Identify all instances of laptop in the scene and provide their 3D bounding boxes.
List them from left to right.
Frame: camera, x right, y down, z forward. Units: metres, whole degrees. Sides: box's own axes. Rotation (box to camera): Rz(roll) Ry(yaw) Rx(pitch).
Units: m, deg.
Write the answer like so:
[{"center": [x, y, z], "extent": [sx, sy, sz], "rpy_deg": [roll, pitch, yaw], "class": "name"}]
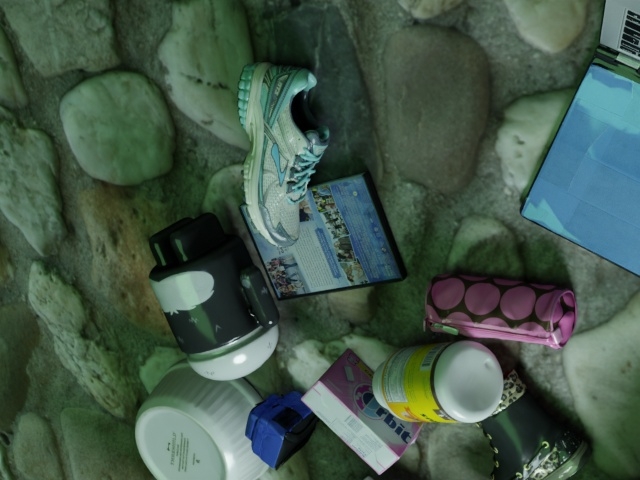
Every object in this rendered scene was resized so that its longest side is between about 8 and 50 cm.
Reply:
[{"center": [0.441, -0.071, 1.014], "extent": [0.382, 0.408, 0.236], "rpy_deg": [29, 91, 16], "class": "laptop"}]

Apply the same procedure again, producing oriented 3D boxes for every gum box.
[{"center": [0.075, 0.283, 1.484], "extent": [0.188, 0.107, 0.062], "rpy_deg": [43, 128, 6], "class": "gum box"}]

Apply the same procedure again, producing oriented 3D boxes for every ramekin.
[{"center": [-0.226, 0.369, 1.697], "extent": [0.273, 0.127, 0.272], "rpy_deg": [14, 120, 25], "class": "ramekin"}]

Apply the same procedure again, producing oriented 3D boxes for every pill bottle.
[{"center": [0.167, 0.215, 1.360], "extent": [0.117, 0.117, 0.215], "rpy_deg": [59, 152, -6], "class": "pill bottle"}]

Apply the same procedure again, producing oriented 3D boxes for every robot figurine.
[{"center": [-0.177, 0.096, 1.507], "extent": [0.174, 0.209, 0.278], "rpy_deg": [-24, 102, -6], "class": "robot figurine"}]

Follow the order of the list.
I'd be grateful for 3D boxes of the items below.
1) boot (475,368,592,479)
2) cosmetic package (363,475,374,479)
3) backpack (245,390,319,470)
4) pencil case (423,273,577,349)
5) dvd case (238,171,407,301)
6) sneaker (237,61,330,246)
[{"center": [0.276, 0.320, 1.397], "extent": [0.178, 0.085, 0.236], "rpy_deg": [49, 122, 4], "class": "boot"}, {"center": [0.167, 0.596, 1.500], "extent": [0.385, 0.156, 0.217], "rpy_deg": [38, 152, 17], "class": "cosmetic package"}, {"center": [-0.064, 0.317, 1.579], "extent": [0.101, 0.120, 0.098], "rpy_deg": [39, 130, 21], "class": "backpack"}, {"center": [0.254, 0.105, 1.292], "extent": [0.209, 0.098, 0.095], "rpy_deg": [2, 117, 30], "class": "pencil case"}, {"center": [0.000, 0.000, 1.442], "extent": [0.253, 0.022, 0.180], "rpy_deg": [-12, 108, 35], "class": "dvd case"}, {"center": [-0.049, -0.124, 1.346], "extent": [0.122, 0.110, 0.283], "rpy_deg": [0, 107, 20], "class": "sneaker"}]
